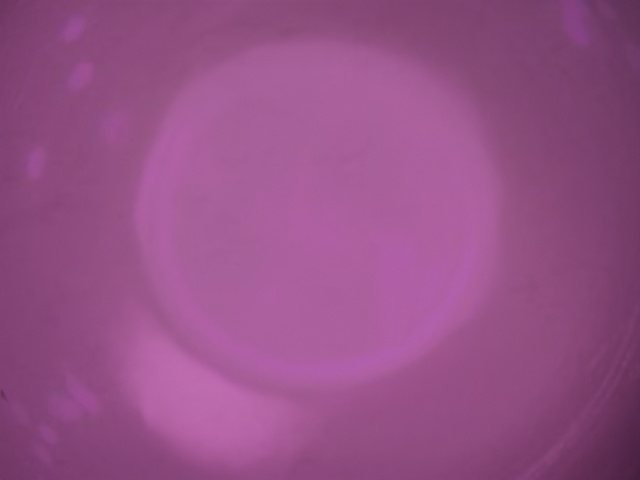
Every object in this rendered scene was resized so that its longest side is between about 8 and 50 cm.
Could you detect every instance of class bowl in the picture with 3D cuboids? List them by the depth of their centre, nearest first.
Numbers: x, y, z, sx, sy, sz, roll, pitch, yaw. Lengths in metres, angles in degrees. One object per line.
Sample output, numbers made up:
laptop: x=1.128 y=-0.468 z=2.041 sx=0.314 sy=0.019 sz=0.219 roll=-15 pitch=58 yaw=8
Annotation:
bowl: x=0.000 y=0.000 z=0.489 sx=0.353 sy=0.185 sz=0.354 roll=-1 pitch=99 yaw=-5
